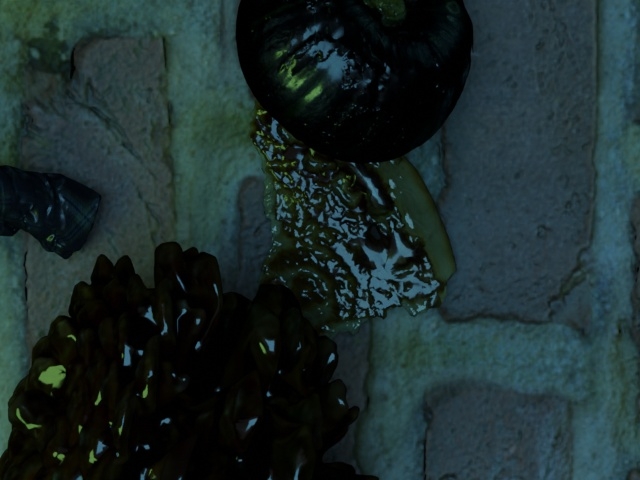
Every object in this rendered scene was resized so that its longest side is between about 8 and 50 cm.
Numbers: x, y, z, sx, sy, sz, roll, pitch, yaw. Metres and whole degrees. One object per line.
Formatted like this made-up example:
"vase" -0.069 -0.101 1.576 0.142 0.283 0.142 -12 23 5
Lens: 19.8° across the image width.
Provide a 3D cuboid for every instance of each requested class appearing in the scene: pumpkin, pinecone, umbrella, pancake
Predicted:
"pumpkin" 0.031 -0.184 1.712 0.233 0.163 0.233 12 60 -22
"pinecone" -0.114 0.215 1.652 0.398 0.398 0.397 0 91 3
"umbrella" -0.320 -0.053 1.758 0.224 0.071 0.080 26 89 -37
"pancake" 0.000 0.000 1.807 0.266 0.057 0.244 39 102 5
